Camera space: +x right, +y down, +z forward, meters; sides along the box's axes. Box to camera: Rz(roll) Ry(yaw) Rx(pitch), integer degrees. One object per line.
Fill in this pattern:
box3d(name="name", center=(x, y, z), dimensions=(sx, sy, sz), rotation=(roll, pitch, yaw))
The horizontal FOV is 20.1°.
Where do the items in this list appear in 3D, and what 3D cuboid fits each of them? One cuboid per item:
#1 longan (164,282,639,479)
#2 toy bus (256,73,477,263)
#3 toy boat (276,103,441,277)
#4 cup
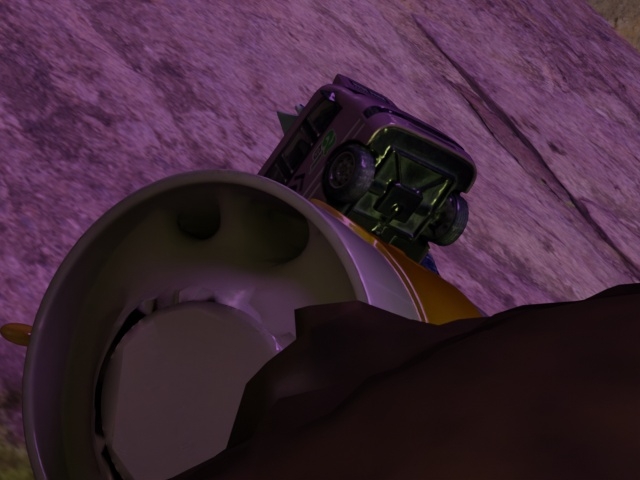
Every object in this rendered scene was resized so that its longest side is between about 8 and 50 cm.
box3d(name="longan", center=(0.064, 0.195, 0.494), dimensions=(0.391, 0.391, 0.391), rotation=(34, 19, -13))
box3d(name="toy bus", center=(0.000, 0.000, 1.102), dimensions=(0.096, 0.199, 0.108), rotation=(24, 20, -35))
box3d(name="toy boat", center=(0.058, 0.041, 1.201), dimensions=(0.291, 0.070, 0.210), rotation=(57, 1, -12))
box3d(name="cup", center=(-0.031, 0.071, 0.874), dimensions=(0.241, 0.185, 0.226), rotation=(13, -3, 32))
